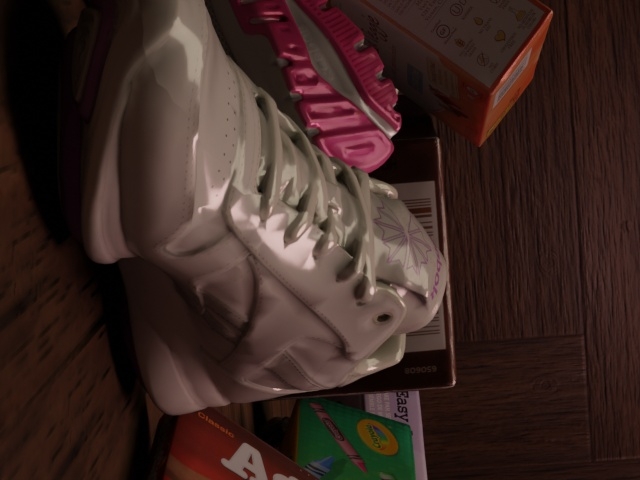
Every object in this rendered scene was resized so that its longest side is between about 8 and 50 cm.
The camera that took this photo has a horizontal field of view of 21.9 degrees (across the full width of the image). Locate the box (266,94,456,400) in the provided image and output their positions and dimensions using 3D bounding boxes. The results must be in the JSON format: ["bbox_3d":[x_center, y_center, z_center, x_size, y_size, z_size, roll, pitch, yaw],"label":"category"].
[{"bbox_3d":[0.000,0.000,1.122,0.203,0.167,0.168,-86,171,-78],"label":"box"}]

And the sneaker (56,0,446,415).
[{"bbox_3d":[-0.024,-0.020,0.697,0.305,0.152,0.114,79,10,-63],"label":"sneaker"}]

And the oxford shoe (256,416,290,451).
[{"bbox_3d":[-0.034,0.189,1.334,0.096,0.083,0.227,63,-3,16],"label":"oxford shoe"}]

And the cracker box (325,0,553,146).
[{"bbox_3d":[0.026,-0.161,1.019,0.067,0.232,0.156,-52,172,-4],"label":"cracker box"}]

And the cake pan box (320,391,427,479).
[{"bbox_3d":[0.023,0.257,1.546,0.267,0.070,0.245,124,-31,-54],"label":"cake pan box"}]

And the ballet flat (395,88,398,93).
[{"bbox_3d":[0.017,-0.125,1.621,0.483,0.164,0.182,-82,-164,-73],"label":"ballet flat"}]

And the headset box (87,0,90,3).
[{"bbox_3d":[-0.090,-0.136,0.757,0.062,0.032,0.083,67,19,-83],"label":"headset box"}]

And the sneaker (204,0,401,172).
[{"bbox_3d":[-0.061,-0.133,0.851,0.103,0.111,0.252,-11,78,-51],"label":"sneaker"}]

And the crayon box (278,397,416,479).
[{"bbox_3d":[-0.003,0.227,0.973,0.278,0.081,0.165,-87,-165,-70],"label":"crayon box"}]

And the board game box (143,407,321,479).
[{"bbox_3d":[0.035,0.188,0.796,0.027,0.281,0.145,-51,-168,17],"label":"board game box"}]
